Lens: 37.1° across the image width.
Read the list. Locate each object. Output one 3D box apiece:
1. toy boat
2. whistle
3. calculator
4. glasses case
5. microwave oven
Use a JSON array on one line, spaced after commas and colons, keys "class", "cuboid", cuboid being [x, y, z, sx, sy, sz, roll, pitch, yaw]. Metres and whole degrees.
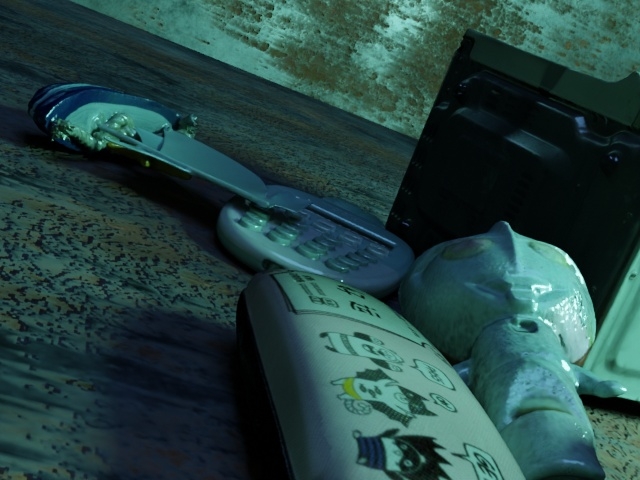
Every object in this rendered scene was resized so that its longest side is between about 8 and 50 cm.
[{"class": "toy boat", "cuboid": [-0.134, -0.090, 0.928, 0.291, 0.067, 0.220, 21, 11, 25]}, {"class": "whistle", "cuboid": [0.136, 0.082, 0.674, 0.142, 0.134, 0.346, 25, 22, -8]}, {"class": "calculator", "cuboid": [0.000, 0.000, 0.931, 0.184, 0.042, 0.295, 26, 15, 11]}, {"class": "glasses case", "cuboid": [0.023, 0.089, 0.514, 0.122, 0.075, 0.314, 23, 12, -16]}, {"class": "microwave oven", "cuboid": [0.248, -0.033, 0.941, 0.218, 0.286, 0.355, 15, 16, -30]}]
